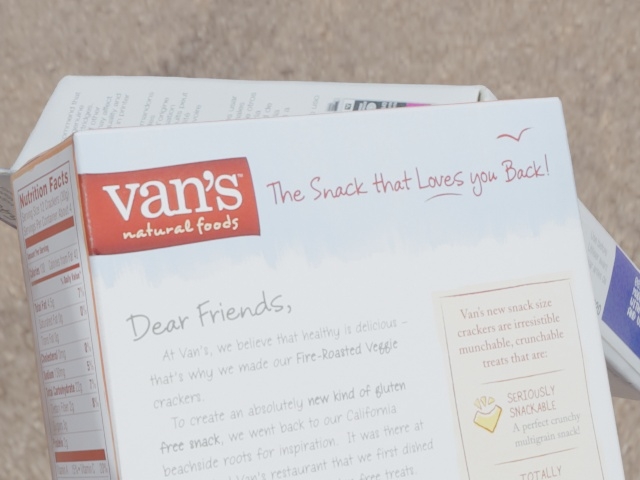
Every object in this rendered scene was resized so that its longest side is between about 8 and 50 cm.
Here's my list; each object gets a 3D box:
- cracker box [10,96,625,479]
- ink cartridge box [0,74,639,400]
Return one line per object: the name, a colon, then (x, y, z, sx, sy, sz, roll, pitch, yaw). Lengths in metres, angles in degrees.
cracker box: (0.009, 0.081, 0.437, 0.156, 0.067, 0.232, -6, 85, -28)
ink cartridge box: (0.000, 0.000, 0.867, 0.330, 0.324, 0.071, 7, 74, 30)
